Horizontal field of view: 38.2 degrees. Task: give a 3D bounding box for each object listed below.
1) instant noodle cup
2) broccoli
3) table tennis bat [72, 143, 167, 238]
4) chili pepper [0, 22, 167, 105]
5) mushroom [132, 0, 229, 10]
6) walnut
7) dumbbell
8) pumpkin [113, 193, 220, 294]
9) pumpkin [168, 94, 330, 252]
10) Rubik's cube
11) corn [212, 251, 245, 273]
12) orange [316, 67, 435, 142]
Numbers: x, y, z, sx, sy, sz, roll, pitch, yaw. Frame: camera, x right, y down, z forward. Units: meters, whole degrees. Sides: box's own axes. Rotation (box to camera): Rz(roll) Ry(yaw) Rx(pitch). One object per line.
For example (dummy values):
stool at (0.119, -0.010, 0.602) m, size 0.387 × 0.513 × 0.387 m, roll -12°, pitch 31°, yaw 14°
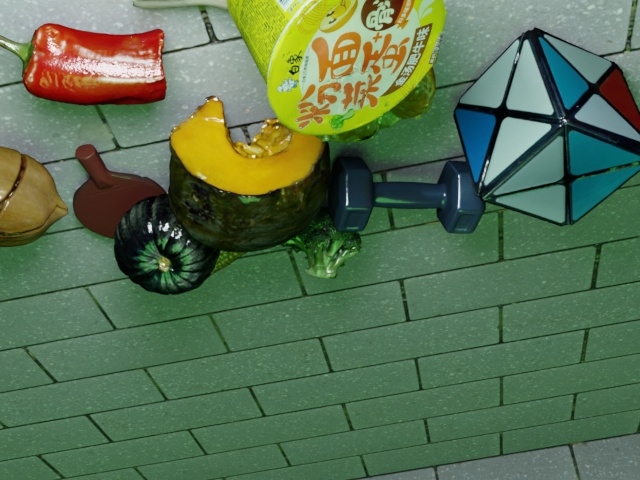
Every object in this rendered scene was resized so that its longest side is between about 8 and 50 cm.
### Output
instant noodle cup at (0.009, -0.344, 1.416) m, size 0.311 × 0.221 × 0.311 m, roll -23°, pitch 145°, yaw -17°
broccoli at (0.000, 0.000, 2.032) m, size 0.195 × 0.156 × 0.195 m, roll 6°, pitch -175°, yaw -1°
table tennis bat at (-0.426, -0.090, 1.916) m, size 0.200 × 0.038 × 0.310 m, roll -14°, pitch 145°, yaw 5°
chili pepper at (-0.430, -0.294, 1.545) m, size 0.338 × 0.134 × 0.131 m, roll 1°, pitch 157°, yaw -14°
mushroom at (-0.198, -0.401, 1.495) m, size 0.209 × 0.071 × 0.084 m, roll 0°, pitch 174°, yaw -6°
walnut at (-0.631, -0.087, 1.760) m, size 0.298 × 0.203 × 0.203 m, roll 7°, pitch 143°, yaw -22°
dumbbell at (0.179, -0.094, 1.931) m, size 0.325 × 0.160 × 0.144 m, roll 0°, pitch 113°, yaw -10°
pumpkin at (-0.316, 0.009, 1.909) m, size 0.221 × 0.162 × 0.220 m, roll -2°, pitch 123°, yaw -3°
pumpkin at (-0.135, -0.115, 1.752) m, size 0.303 × 0.256 × 0.225 m, roll 9°, pitch 148°, yaw 4°
Rubik's cube at (0.428, -0.205, 1.729) m, size 0.248 × 0.250 × 0.246 m, roll 12°, pitch 141°, yaw -29°
corn at (-0.235, 0.015, 2.043) m, size 0.318 × 0.115 × 0.115 m, roll -28°, pitch 140°, yaw 26°
orange at (0.081, -0.280, 1.633) m, size 0.237 × 0.158 × 0.179 m, roll -26°, pitch 137°, yaw 24°
